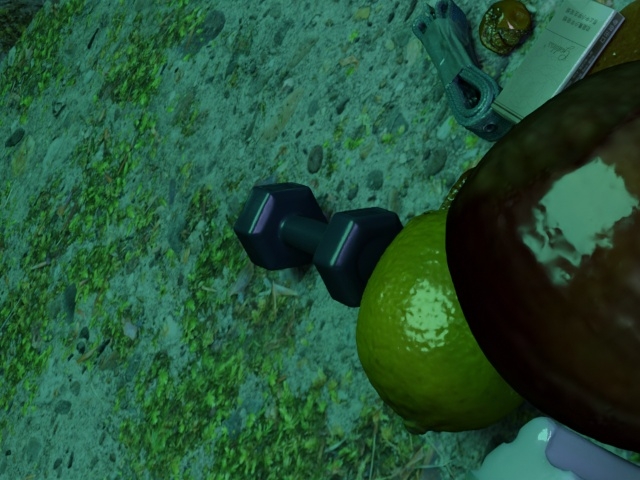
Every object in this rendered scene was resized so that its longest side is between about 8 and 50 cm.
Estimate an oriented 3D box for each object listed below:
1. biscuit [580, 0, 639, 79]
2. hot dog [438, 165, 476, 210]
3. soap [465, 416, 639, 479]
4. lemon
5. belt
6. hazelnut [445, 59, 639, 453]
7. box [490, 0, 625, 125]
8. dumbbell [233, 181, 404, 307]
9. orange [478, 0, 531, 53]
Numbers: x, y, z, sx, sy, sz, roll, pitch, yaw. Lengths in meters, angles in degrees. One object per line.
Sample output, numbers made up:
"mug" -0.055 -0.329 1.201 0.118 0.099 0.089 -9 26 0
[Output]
"biscuit" 0.434 -0.231 1.451 0.334 0.047 0.202 -13 57 50
"hot dog" 0.189 0.002 1.587 0.252 0.069 0.131 -51 38 17
"soap" 0.263 0.299 1.115 0.173 0.289 0.095 -44 37 22
"lemon" 0.174 0.093 1.399 0.245 0.245 0.320 0 61 51
"belt" 0.221 -0.270 1.727 0.087 0.072 0.302 -46 40 28
"hazelnut" 0.347 0.018 1.138 0.353 0.421 0.421 103 176 -66
"box" 0.324 -0.243 1.546 0.198 0.029 0.109 -56 32 9
"dumbbell" 0.000 -0.001 1.761 0.143 0.156 0.316 -39 31 -21
"orange" 0.276 -0.330 1.704 0.086 0.062 0.086 -31 43 34
